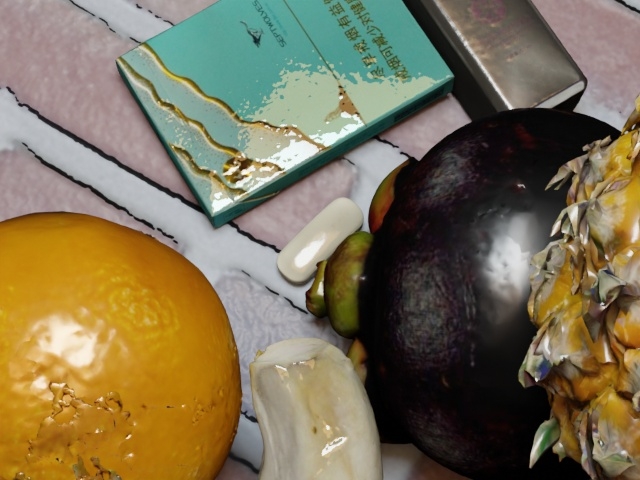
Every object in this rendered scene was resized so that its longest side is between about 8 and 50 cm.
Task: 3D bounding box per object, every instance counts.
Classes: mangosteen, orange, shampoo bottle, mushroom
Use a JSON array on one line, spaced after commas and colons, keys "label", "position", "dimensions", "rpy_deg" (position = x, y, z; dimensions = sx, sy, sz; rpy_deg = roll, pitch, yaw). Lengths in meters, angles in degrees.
[{"label": "mangosteen", "position": [0.119, 0.040, 1.018], "dimensions": [0.302, 0.275, 0.275], "rpy_deg": [1, 70, 34]}, {"label": "orange", "position": [-0.175, 0.099, 0.976], "dimensions": [0.246, 0.246, 0.246], "rpy_deg": [1, 73, -2]}, {"label": "shampoo bottle", "position": [0.116, -0.195, 1.158], "dimensions": [0.080, 0.079, 0.246], "rpy_deg": [-30, 76, -11]}, {"label": "mushroom", "position": [-0.023, 0.242, 0.969], "dimensions": [0.123, 0.095, 0.351], "rpy_deg": [8, 91, -33]}]

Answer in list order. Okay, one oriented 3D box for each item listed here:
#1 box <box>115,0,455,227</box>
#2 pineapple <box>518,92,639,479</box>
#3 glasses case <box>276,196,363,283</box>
[{"label": "box", "position": [-0.030, -0.135, 1.150], "dimensions": [0.229, 0.041, 0.162], "rpy_deg": [-31, 76, -8]}, {"label": "pineapple", "position": [0.280, 0.041, 0.761], "dimensions": [0.352, 0.300, 0.352], "rpy_deg": [-1, 91, -39]}, {"label": "glasses case", "position": [0.000, 0.000, 1.125], "dimensions": [0.032, 0.021, 0.083], "rpy_deg": [43, 76, 9]}]
